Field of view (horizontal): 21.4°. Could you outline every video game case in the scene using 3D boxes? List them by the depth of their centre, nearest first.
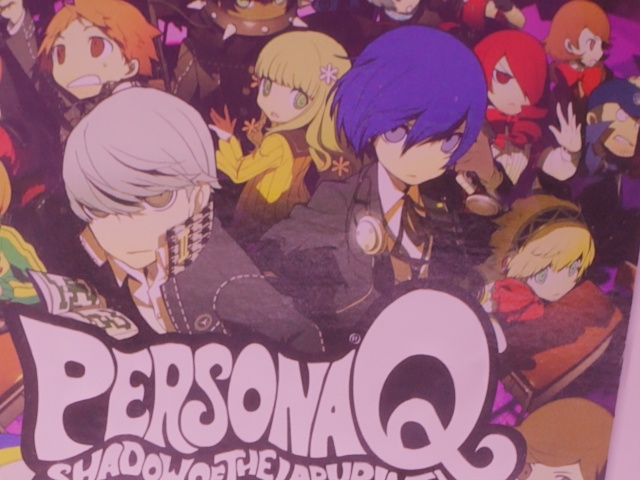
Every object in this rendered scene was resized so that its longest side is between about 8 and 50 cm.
[{"bbox_3d":[0.000,0.000,0.452,0.232,0.042,0.210,3,108,-8],"label":"video game case"}]
